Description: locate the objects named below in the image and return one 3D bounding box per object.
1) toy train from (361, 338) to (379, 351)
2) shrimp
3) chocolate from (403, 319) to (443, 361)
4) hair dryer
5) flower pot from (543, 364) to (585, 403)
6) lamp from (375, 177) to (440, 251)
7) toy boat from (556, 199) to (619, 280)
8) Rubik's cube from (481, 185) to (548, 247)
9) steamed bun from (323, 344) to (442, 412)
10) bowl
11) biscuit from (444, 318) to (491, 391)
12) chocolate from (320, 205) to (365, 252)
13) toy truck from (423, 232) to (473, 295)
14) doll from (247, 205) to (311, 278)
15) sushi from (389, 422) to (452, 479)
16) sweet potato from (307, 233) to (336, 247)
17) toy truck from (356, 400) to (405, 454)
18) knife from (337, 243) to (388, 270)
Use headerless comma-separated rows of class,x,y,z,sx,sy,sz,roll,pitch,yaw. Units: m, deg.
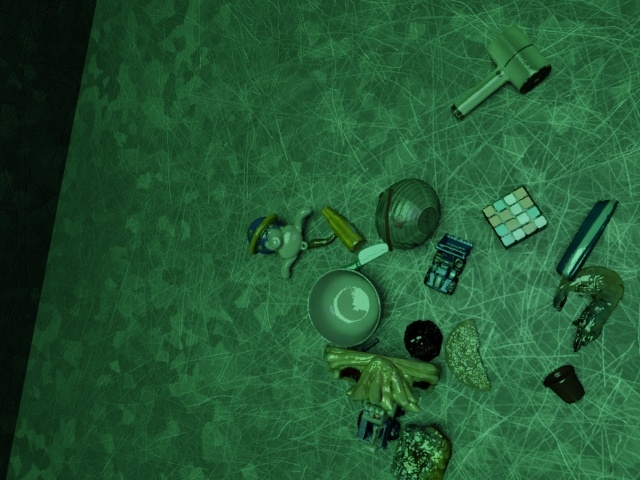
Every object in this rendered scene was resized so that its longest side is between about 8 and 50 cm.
toy train,0.188,0.405,1.832,0.083,0.017,0.017,-39,71,16
shrimp,0.847,0.209,1.550,0.178,0.075,0.290,31,98,30
chocolate,0.352,0.357,1.708,0.156,0.133,0.156,-3,83,25
hair dryer,0.604,-0.560,1.705,0.362,0.128,0.203,-39,72,23
flower pot,0.791,0.469,1.534,0.111,0.111,0.089,-39,83,15
lamp,0.308,-0.092,1.722,0.232,0.233,0.266,7,102,23
toy boat,0.865,-0.010,1.549,0.061,0.096,0.299,32,91,34
Rubik's cube,0.653,-0.072,1.609,0.155,0.154,0.151,-34,74,17
steamed bun,0.213,0.478,1.637,0.427,0.247,0.190,9,73,2
bowl,0.106,0.246,1.808,0.286,0.143,0.288,-1,88,22
biscuit,0.510,0.413,1.690,0.133,0.032,0.250,-15,80,22
chocolate,0.079,-0.051,1.889,0.086,0.085,0.219,-48,68,12
toy truck,0.449,0.082,1.695,0.113,0.126,0.208,23,93,23
doll,-0.169,-0.032,1.937,0.242,0.159,0.311,39,105,23
sushi,0.344,0.770,1.666,0.184,0.139,0.275,21,87,25
sweet potato,0.003,0.006,1.936,0.153,0.038,0.042,-20,74,18
toy truck,0.202,0.638,1.719,0.160,0.177,0.214,12,90,24
knife,0.169,0.072,1.868,0.260,0.034,0.063,-34,72,11
